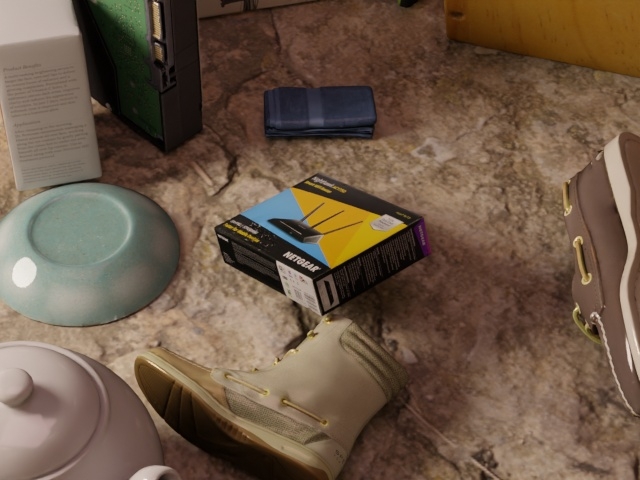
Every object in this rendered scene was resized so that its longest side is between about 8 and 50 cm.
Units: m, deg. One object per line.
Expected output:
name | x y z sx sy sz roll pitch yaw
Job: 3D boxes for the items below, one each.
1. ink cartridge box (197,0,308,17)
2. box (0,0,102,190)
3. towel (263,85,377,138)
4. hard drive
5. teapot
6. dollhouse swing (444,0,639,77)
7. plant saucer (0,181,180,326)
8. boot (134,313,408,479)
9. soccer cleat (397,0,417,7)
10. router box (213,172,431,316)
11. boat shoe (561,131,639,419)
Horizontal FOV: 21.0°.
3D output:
ink cartridge box | -0.085 -0.356 1.995 0.237 0.100 0.172 -10 48 -11
box | -0.283 -0.160 1.752 0.091 0.170 0.130 -10 36 -9
towel | -0.001 -0.137 1.842 0.119 0.029 0.067 -2 47 -1
hard drive | -0.257 -0.270 1.823 0.064 0.237 0.339 -35 56 -28
teapot | -0.254 0.172 1.449 0.256 0.187 0.252 -9 48 -8
dollhouse swing | 0.339 -0.354 1.887 0.347 0.315 0.305 13 69 12
plant saucer | -0.236 0.000 1.709 0.195 0.037 0.195 1 47 -1
boot | -0.045 0.124 1.569 0.213 0.077 0.165 29 54 17
soccer cleat | 0.138 -0.327 2.001 0.072 0.060 0.179 18 47 14
router box | 0.000 0.000 1.663 0.133 0.046 0.179 -29 30 -25
boat shoe | 0.290 0.043 1.634 0.117 0.097 0.324 28 42 -31
